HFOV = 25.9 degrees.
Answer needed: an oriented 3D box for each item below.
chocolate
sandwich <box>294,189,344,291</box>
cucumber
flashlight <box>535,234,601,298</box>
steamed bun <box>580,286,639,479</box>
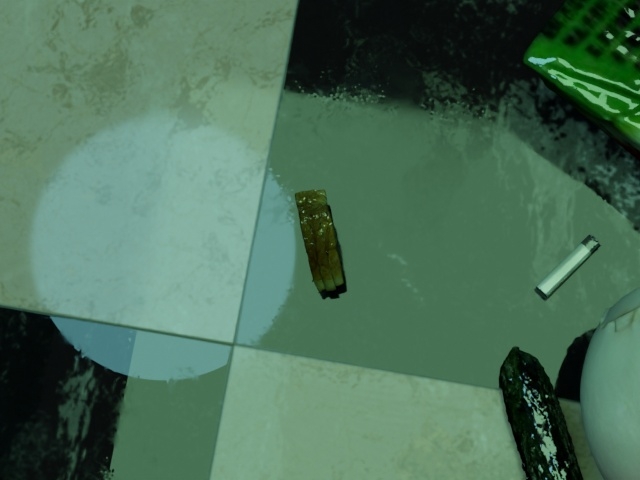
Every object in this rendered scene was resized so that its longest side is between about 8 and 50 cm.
[{"bbox_3d":[0.449,-0.205,1.477,0.341,0.161,0.360,41,86,9],"label":"chocolate"},{"bbox_3d":[0.000,0.000,1.520,0.036,0.093,0.105,-12,112,1],"label":"sandwich"},{"bbox_3d":[0.240,0.228,1.464,0.067,0.067,0.245,-15,81,1],"label":"cucumber"},{"bbox_3d":[0.271,0.028,1.520,0.083,0.018,0.018,-44,80,-4],"label":"flashlight"},{"bbox_3d":[0.400,0.189,1.334,0.309,0.309,0.309,-1,80,4],"label":"steamed bun"}]
